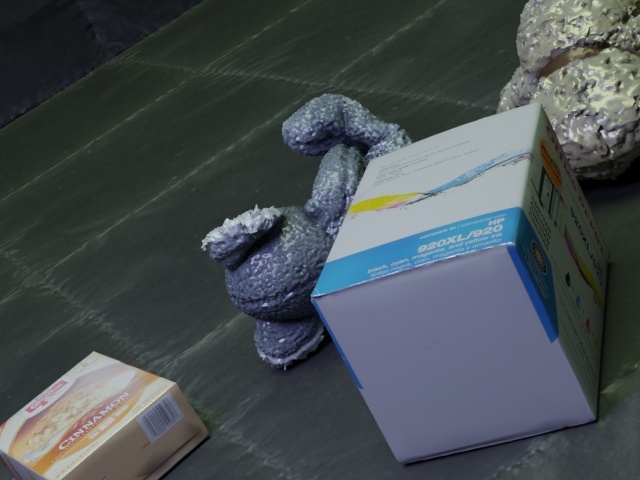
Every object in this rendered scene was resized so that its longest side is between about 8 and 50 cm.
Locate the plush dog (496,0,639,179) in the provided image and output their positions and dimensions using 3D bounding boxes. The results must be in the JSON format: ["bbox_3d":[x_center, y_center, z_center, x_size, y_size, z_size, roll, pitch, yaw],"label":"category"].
[{"bbox_3d":[0.270,-0.159,1.291,0.262,0.210,0.225,-23,46,24],"label":"plush dog"}]

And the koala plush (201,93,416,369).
[{"bbox_3d":[0.000,0.000,1.257,0.221,0.196,0.203,-33,33,-20],"label":"koala plush"}]

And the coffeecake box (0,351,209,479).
[{"bbox_3d":[-0.216,0.187,1.252,0.142,0.068,0.185,-40,25,-24],"label":"coffeecake box"}]

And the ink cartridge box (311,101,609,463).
[{"bbox_3d":[0.124,0.029,1.062,0.168,0.171,0.232,-18,25,24],"label":"ink cartridge box"}]
